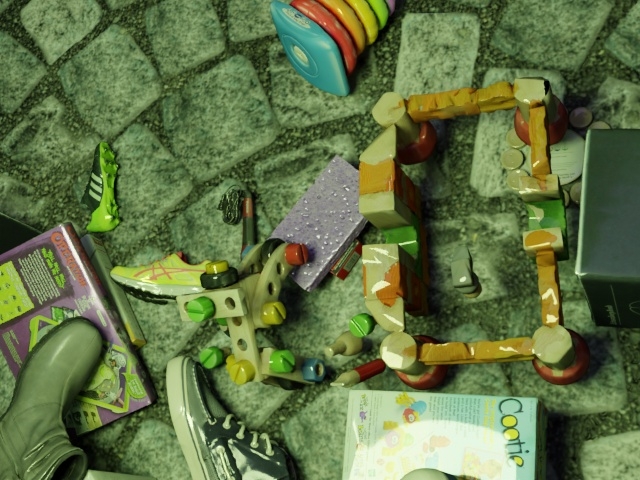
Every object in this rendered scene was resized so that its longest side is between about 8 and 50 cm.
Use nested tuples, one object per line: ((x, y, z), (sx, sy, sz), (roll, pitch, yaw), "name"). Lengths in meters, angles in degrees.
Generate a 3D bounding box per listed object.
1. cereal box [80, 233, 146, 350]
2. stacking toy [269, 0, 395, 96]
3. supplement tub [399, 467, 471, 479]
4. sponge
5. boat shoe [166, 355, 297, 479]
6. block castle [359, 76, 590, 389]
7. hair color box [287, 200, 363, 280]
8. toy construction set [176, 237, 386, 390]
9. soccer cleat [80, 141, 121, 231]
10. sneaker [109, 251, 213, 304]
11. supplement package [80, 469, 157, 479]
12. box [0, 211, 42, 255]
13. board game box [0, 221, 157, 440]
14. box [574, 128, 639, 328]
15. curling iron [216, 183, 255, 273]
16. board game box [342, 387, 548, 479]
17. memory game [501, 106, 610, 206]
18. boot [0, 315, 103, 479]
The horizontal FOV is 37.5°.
((-0.440, 0.131, 1.734), (0.173, 0.047, 0.240), (-34, 66, 9), "cereal box")
((0.073, -0.420, 1.676), (0.302, 0.165, 0.175), (-42, 60, -12), "stacking toy")
((0.234, 0.441, 1.211), (0.316, 0.228, 0.228), (20, 80, -10), "supplement tub")
((0.006, -0.029, 1.577), (0.117, 0.031, 0.210), (40, 92, 26), "sponge")
((-0.133, 0.332, 1.528), (0.158, 0.127, 0.340), (-20, 76, 7), "boat shoe")
((0.234, -0.006, 1.432), (0.303, 0.213, 0.453), (-6, 75, 18), "block castle")
((0.000, 0.000, 1.613), (0.141, 0.043, 0.072), (33, 88, 26), "hair color box")
((-0.078, 0.145, 1.444), (0.309, 0.237, 0.257), (21, 106, 26), "toy construction set")
((-0.423, -0.102, 1.795), (0.072, 0.060, 0.179), (-12, 73, 18), "soccer cleat")
((-0.275, 0.063, 1.684), (0.208, 0.081, 0.094), (8, 70, 16), "sneaker")
((-0.313, 0.489, 1.490), (0.149, 0.203, 0.194), (-44, 64, 4), "supplement package")
((-0.748, 0.076, 1.772), (0.312, 0.179, 0.343), (15, 79, 33), "box")
((-0.453, 0.166, 1.646), (0.208, 0.056, 0.346), (-25, 92, 13), "board game box")
((0.562, -0.001, 1.266), (0.395, 0.293, 0.212), (2, 74, 21), "box")
((-0.135, 0.034, 1.661), (0.068, 0.035, 0.274), (-21, 71, 34), "curling iron")
((0.188, 0.304, 1.393), (0.275, 0.142, 0.144), (0, 73, 21), "board game box")
((0.386, -0.135, 1.529), (0.186, 0.012, 0.186), (-6, 72, 18), "memory game")
((-0.419, 0.298, 1.491), (0.223, 0.118, 0.338), (22, 77, 49), "boot")
